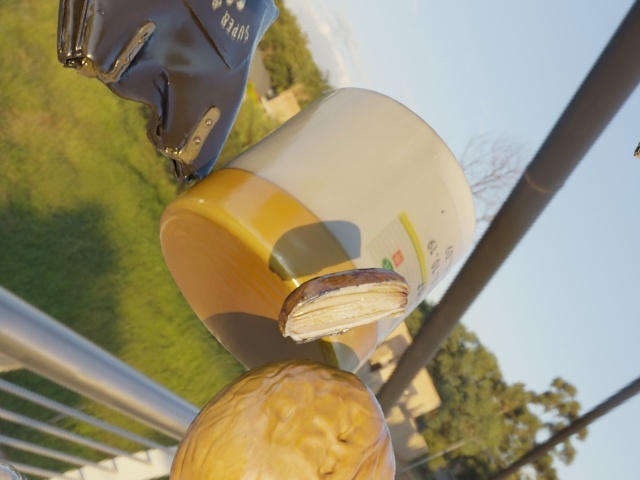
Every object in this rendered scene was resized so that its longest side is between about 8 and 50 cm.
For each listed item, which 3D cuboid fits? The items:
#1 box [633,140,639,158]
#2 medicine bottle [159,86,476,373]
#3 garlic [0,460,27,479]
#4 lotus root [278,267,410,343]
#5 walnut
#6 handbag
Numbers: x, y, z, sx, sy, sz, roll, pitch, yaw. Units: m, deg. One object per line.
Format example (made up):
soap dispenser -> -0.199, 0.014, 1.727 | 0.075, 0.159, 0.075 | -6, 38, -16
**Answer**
box -> 0.251, -0.070, 0.325 | 0.135, 0.081, 0.199 | 28, -13, 3
medicine bottle -> 0.000, 0.000, 0.759 | 0.238, 0.232, 0.237 | 35, -32, 26
garlic -> -0.484, 0.372, 0.937 | 0.143, 0.178, 0.229 | 39, 60, -30
lotus root -> 0.013, 0.035, 0.465 | 0.030, 0.083, 0.037 | -124, -153, -51
walnut -> -0.031, 0.165, 0.551 | 0.144, 0.180, 0.144 | 33, -35, 27
handbag -> -0.168, -0.245, 0.843 | 0.342, 0.152, 0.287 | 50, 46, -59
